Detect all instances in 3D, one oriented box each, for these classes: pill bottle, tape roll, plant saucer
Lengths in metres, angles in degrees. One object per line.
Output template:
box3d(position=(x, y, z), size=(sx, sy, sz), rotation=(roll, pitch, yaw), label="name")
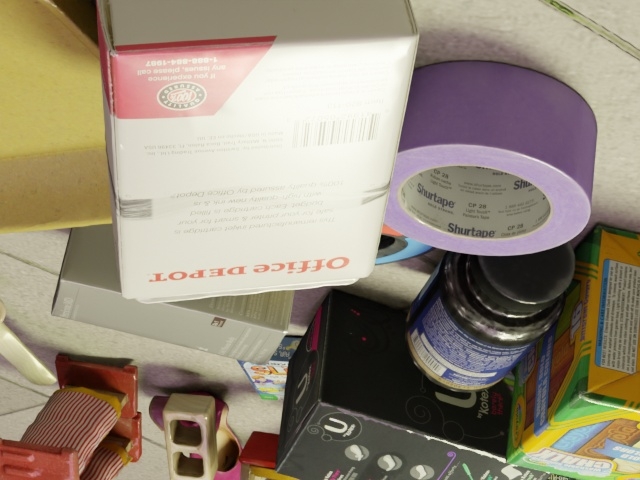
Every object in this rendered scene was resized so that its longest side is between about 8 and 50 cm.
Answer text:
box3d(position=(0.163, 0.057, 1.370), size=(0.123, 0.123, 0.219), rotation=(13, 154, -6), label="pill bottle")
box3d(position=(0.132, -0.064, 1.185), size=(0.189, 0.080, 0.189), rotation=(9, 153, 4), label="tape roll")
box3d(position=(-0.265, -0.123, 1.207), size=(0.333, 0.081, 0.333), rotation=(-4, 151, 28), label="plant saucer")

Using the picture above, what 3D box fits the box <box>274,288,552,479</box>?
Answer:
box3d(position=(0.104, 0.190, 1.566), size=(0.270, 0.165, 0.143), rotation=(18, 134, -12), label="box")

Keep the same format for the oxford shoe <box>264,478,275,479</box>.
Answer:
box3d(position=(0.071, 0.305, 1.920), size=(0.449, 0.169, 0.130), rotation=(-12, 106, 52), label="oxford shoe")

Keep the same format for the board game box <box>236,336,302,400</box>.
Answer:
box3d(position=(0.012, 0.160, 1.733), size=(0.201, 0.035, 0.136), rotation=(2, 153, 15), label="board game box")

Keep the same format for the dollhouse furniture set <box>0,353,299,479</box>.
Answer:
box3d(position=(-0.195, 0.277, 1.790), size=(0.374, 0.201, 0.152), rotation=(6, 119, 13), label="dollhouse furniture set")

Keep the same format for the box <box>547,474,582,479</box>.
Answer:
box3d(position=(0.273, 0.347, 1.971), size=(0.180, 0.077, 0.147), rotation=(21, 151, -21), label="box")

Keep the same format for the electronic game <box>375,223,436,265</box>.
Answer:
box3d(position=(0.000, 0.000, 1.335), size=(0.229, 0.048, 0.229), rotation=(-2, 168, 0), label="electronic game")

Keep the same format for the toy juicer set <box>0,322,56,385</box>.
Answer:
box3d(position=(-0.509, 0.103, 1.775), size=(0.329, 0.089, 0.209), rotation=(-6, 131, 6), label="toy juicer set")

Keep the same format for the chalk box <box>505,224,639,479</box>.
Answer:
box3d(position=(0.296, 0.137, 1.420), size=(0.179, 0.180, 0.289), rotation=(13, 153, -7), label="chalk box")

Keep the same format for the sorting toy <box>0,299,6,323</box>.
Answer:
box3d(position=(-0.501, 0.067, 1.654), size=(0.193, 0.038, 0.208), rotation=(-32, 126, 25), label="sorting toy")

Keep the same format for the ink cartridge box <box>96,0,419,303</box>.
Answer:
box3d(position=(-0.055, -0.086, 1.051), size=(0.207, 0.117, 0.283), rotation=(-5, 145, -10), label="ink cartridge box")

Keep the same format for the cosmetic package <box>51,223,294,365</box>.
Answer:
box3d(position=(-0.152, 0.044, 1.481), size=(0.238, 0.107, 0.127), rotation=(11, 157, -9), label="cosmetic package")

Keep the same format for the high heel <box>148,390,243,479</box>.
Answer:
box3d(position=(-0.131, 0.278, 1.981), size=(0.117, 0.082, 0.244), rotation=(-1, 142, 30), label="high heel")
